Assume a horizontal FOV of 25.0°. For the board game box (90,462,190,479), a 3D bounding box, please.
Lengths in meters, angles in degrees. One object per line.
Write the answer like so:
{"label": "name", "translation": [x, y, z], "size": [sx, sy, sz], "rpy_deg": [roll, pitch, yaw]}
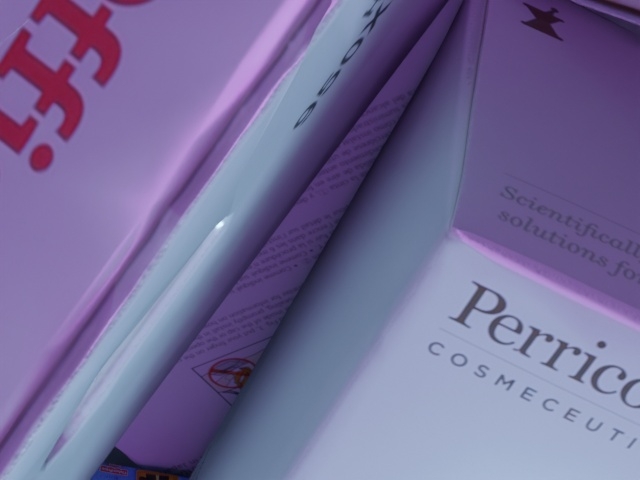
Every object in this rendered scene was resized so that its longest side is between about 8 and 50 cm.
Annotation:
{"label": "board game box", "translation": [-0.042, 0.187, 0.692], "size": [0.212, 0.039, 0.160], "rpy_deg": [12, 123, -7]}

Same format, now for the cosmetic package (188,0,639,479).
{"label": "cosmetic package", "translation": [0.051, 0.118, 0.505], "size": [0.197, 0.155, 0.365], "rpy_deg": [24, 127, -6]}

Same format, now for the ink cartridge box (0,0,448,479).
{"label": "ink cartridge box", "translation": [-0.191, -0.098, 0.439], "size": [0.395, 0.166, 0.285], "rpy_deg": [39, 107, 6]}

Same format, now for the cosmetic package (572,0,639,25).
{"label": "cosmetic package", "translation": [0.212, -0.148, 0.454], "size": [0.309, 0.113, 0.160], "rpy_deg": [-9, 118, -36]}

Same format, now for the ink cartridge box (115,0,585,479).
{"label": "ink cartridge box", "translation": [0.000, 0.000, 0.594], "size": [0.275, 0.060, 0.239], "rpy_deg": [-23, 138, 18]}
